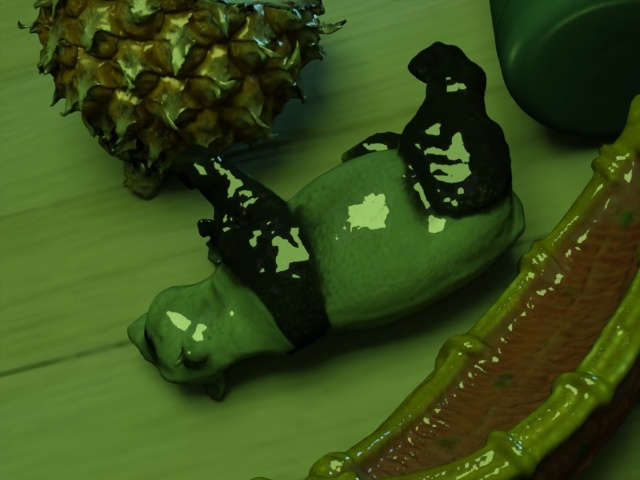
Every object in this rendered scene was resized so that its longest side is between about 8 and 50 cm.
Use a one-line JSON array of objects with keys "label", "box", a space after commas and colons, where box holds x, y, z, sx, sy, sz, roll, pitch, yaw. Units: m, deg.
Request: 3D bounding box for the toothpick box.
[{"label": "toothpick box", "box": [0.148, -0.157, 0.969, 0.120, 0.120, 0.184, -12, 49, 9]}]

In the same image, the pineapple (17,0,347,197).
[{"label": "pineapple", "box": [-0.086, -0.089, 1.002, 0.176, 0.136, 0.161, 28, 24, 37]}]

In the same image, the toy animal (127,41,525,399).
[{"label": "toy animal", "box": [0.000, 0.000, 0.921, 0.225, 0.094, 0.121, -23, 58, 0]}]

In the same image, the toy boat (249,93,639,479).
[{"label": "toy boat", "box": [0.095, 0.052, 0.831, 0.318, 0.099, 0.141, -43, 20, -31]}]
